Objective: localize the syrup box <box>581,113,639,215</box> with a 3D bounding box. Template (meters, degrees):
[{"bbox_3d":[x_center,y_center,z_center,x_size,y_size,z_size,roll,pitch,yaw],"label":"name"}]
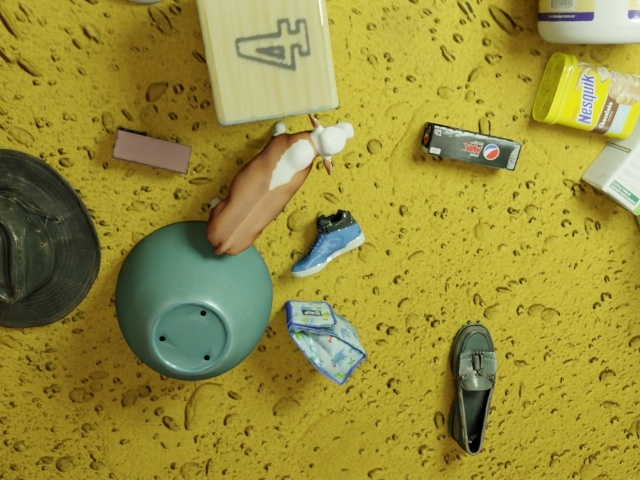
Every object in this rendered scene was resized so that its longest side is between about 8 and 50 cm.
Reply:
[{"bbox_3d":[0.604,-0.174,1.353,0.093,0.096,0.237,34,101,-15],"label":"syrup box"}]

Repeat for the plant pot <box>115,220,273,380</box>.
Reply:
[{"bbox_3d":[-0.222,0.130,1.292,0.290,0.195,0.290,-2,107,-7],"label":"plant pot"}]

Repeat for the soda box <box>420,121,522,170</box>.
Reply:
[{"bbox_3d":[0.270,-0.170,1.331,0.169,0.060,0.053,11,104,-9],"label":"soda box"}]

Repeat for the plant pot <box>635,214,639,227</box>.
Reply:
[{"bbox_3d":[0.750,-0.020,1.357,0.207,0.228,0.227,-31,108,-5],"label":"plant pot"}]

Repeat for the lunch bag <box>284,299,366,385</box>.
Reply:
[{"bbox_3d":[-0.001,0.174,1.367,0.151,0.129,0.096,34,99,-14],"label":"lunch bag"}]

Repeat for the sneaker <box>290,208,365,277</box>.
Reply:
[{"bbox_3d":[0.000,0.000,1.349,0.152,0.058,0.084,-30,114,-2],"label":"sneaker"}]

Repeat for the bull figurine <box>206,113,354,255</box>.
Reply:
[{"bbox_3d":[-0.081,-0.106,1.239,0.310,0.188,0.101,-44,108,7],"label":"bull figurine"}]

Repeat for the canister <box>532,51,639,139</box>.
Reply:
[{"bbox_3d":[0.485,-0.257,1.325,0.170,0.073,0.126,11,106,-12],"label":"canister"}]

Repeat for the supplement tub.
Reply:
[{"bbox_3d":[0.474,-0.485,1.164,0.241,0.241,0.331,-3,108,-6],"label":"supplement tub"}]

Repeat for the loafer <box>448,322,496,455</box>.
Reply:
[{"bbox_3d":[0.311,0.299,1.468,0.096,0.084,0.267,-1,107,-7],"label":"loafer"}]

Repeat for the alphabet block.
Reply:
[{"bbox_3d":[-0.086,-0.304,1.178,0.194,0.192,0.197,-10,107,-6],"label":"alphabet block"}]

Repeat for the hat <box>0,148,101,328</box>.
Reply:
[{"bbox_3d":[-0.540,0.018,1.251,0.332,0.134,0.331,-2,107,-7],"label":"hat"}]

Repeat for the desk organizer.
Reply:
[{"bbox_3d":[-0.289,-0.155,1.273,0.130,0.047,0.050,12,103,-11],"label":"desk organizer"}]

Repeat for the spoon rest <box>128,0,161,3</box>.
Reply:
[{"bbox_3d":[-0.272,-0.490,1.127,0.137,0.084,0.276,8,136,-11],"label":"spoon rest"}]
